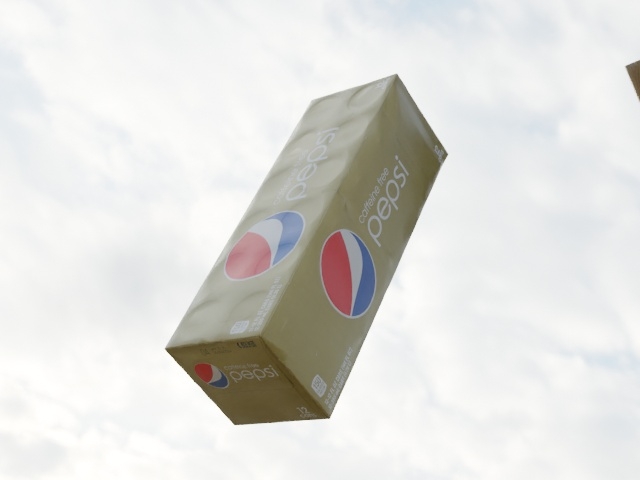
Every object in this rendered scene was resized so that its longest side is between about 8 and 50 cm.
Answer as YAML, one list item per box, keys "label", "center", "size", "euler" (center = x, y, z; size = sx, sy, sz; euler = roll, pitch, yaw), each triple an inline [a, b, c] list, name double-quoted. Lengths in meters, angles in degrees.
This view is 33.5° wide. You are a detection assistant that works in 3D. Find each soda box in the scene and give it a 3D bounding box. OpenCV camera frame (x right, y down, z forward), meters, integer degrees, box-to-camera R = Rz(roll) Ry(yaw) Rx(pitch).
- label: "soda box"
  center: [0.000, 0.000, 0.518]
  size: [0.061, 0.181, 0.058]
  euler: [-11, -52, 39]

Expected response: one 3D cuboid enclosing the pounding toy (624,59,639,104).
- label: "pounding toy"
  center: [0.328, -0.062, 0.722]
  size: [0.237, 0.110, 0.182]
  euler: [-13, -75, 37]
